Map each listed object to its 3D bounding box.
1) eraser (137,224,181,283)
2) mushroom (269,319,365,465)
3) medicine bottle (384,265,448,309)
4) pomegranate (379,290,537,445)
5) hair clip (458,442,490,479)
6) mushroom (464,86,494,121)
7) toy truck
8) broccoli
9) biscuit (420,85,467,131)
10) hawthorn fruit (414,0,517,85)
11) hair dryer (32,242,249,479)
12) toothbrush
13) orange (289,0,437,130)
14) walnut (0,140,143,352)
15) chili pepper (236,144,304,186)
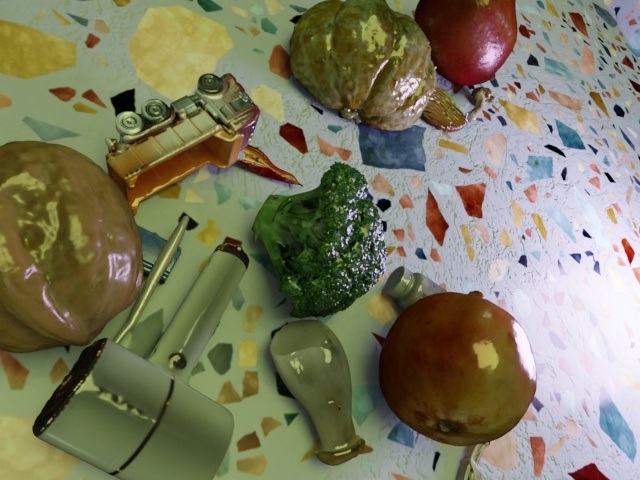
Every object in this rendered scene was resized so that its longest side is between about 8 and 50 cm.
[{"bbox_3d":[-0.267,0.022,0.719,0.085,0.027,0.063,30,55,-15],"label":"eraser"},{"bbox_3d":[0.003,0.236,0.742,0.116,0.093,0.225,-24,90,-25],"label":"mushroom"},{"bbox_3d":[0.199,0.113,0.915,0.140,0.079,0.079,34,54,-12],"label":"medicine bottle"},{"bbox_3d":[0.231,0.197,0.786,0.229,0.252,0.270,39,48,-14],"label":"pomegranate"},{"bbox_3d":[0.265,0.417,0.832,0.072,0.034,0.226,35,56,-7],"label":"hair clip"},{"bbox_3d":[0.443,-0.382,1.302,0.060,0.061,0.187,49,44,-15],"label":"mushroom"},{"bbox_3d":[-0.226,-0.167,0.768,0.270,0.114,0.135,-39,85,-28],"label":"toy truck"},{"bbox_3d":[0.000,0.000,0.784,0.242,0.261,0.269,27,93,11],"label":"broccoli"},{"bbox_3d":[0.308,-0.378,1.249,0.229,0.031,0.176,13,62,-24],"label":"biscuit"},{"bbox_3d":[0.396,-0.587,1.267,0.295,0.295,0.311,-15,99,-35],"label":"hawthorn fruit"},{"bbox_3d":[-0.182,0.135,0.637,0.203,0.128,0.362,40,50,-20],"label":"hair dryer"},{"bbox_3d":[-0.256,0.094,0.668,0.029,0.025,0.307,32,63,-23],"label":"toothbrush"},{"bbox_3d":[0.118,-0.422,1.055,0.369,0.210,0.271,19,61,-18],"label":"orange"},{"bbox_3d":[-0.339,0.013,0.571,0.224,0.257,0.257,-26,80,-4],"label":"walnut"},{"bbox_3d":[-0.111,-0.145,0.893,0.178,0.027,0.045,24,61,-18],"label":"chili pepper"}]
